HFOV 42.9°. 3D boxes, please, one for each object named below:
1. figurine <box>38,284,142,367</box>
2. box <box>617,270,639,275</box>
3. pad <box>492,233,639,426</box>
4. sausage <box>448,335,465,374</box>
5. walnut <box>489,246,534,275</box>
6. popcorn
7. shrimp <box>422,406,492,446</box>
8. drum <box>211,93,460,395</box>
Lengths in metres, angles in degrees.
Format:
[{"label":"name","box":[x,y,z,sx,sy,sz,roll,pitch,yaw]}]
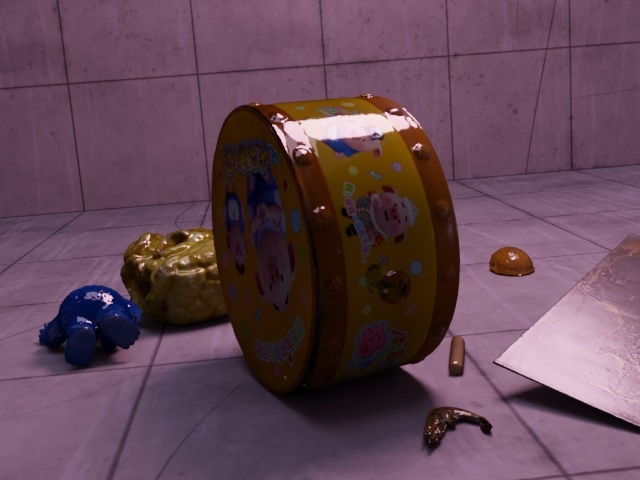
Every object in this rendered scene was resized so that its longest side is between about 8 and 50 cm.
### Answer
[{"label":"figurine","box":[-0.401,0.130,1.435,0.164,0.121,0.262,-15,12,-30]},{"label":"box","box":[0.484,0.107,1.234,0.084,0.122,0.069,1,1,19]},{"label":"pad","box":[0.441,0.108,1.106,0.367,0.007,0.247,-33,37,-31]},{"label":"sausage","box":[0.208,0.171,1.239,0.024,0.024,0.132,-2,12,12]},{"label":"walnut","box":[0.415,0.040,1.768,0.091,0.052,0.121,-3,13,-10]},{"label":"popcorn","box":[-0.266,0.070,1.574,0.285,0.174,0.225,-2,18,14]},{"label":"shrimp","box":[0.164,0.224,0.985,0.083,0.023,0.114,3,9,21]},{"label":"drum","box":[0.000,0.000,1.183,0.214,0.431,0.431,-9,12,-23]}]
